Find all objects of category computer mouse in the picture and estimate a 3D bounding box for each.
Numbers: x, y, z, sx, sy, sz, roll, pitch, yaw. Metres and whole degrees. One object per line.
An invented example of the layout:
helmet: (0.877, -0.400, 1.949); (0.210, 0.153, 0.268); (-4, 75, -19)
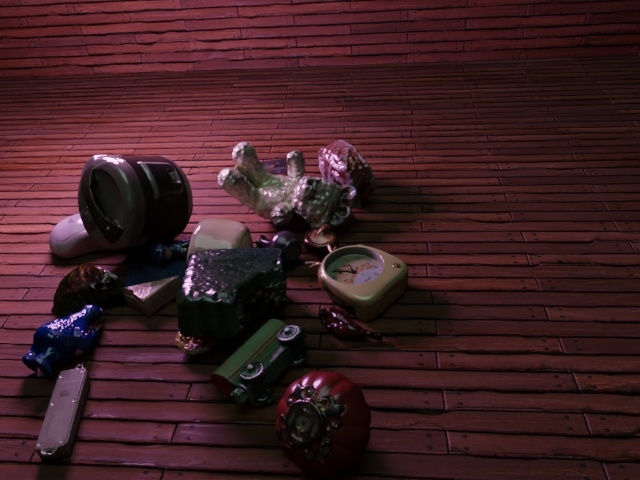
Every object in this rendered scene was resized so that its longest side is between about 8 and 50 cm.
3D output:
computer mouse: (-0.844, -0.043, 2.025); (0.296, 0.121, 0.184); (-19, 37, -16)

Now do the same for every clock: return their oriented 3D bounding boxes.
clock: (0.103, 0.108, 1.735); (0.308, 0.096, 0.235); (26, 48, 35)

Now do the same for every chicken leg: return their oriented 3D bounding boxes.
chicken leg: (0.080, 0.245, 1.596); (0.093, 0.053, 0.205); (-17, 40, -40)

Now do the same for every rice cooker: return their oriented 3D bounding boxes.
rice cooker: (-0.645, -0.140, 1.900); (0.335, 0.335, 0.325); (22, 20, 31)

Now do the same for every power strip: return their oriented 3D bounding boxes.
power strip: (-0.652, 0.438, 1.410); (0.078, 0.052, 0.272); (-7, 37, -4)

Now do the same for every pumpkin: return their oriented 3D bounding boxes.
pumpkin: (-0.745, 0.166, 1.743); (0.278, 0.111, 0.163); (15, 46, 23)

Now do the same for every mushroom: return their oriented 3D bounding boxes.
mushroom: (0.000, 0.000, 1.898); (0.127, 0.087, 0.127); (-3, 32, 2)

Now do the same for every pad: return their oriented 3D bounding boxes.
pad: (-0.211, -0.295, 2.390); (0.142, 0.003, 0.211); (-8, 37, -4)
pad: (-0.533, 0.080, 1.912); (0.268, 0.012, 0.270); (-9, 37, -6)

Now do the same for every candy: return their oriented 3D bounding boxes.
candy: (0.091, -0.266, 2.141); (0.157, 0.214, 0.289); (-25, 39, -19)

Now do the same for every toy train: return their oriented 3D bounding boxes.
toy train: (-0.161, 0.317, 1.480); (0.177, 0.116, 0.285); (9, 38, 38)

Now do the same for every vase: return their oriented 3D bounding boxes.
vase: (-0.150, 0.020, 1.877); (0.182, 0.120, 0.120); (13, 38, 43)

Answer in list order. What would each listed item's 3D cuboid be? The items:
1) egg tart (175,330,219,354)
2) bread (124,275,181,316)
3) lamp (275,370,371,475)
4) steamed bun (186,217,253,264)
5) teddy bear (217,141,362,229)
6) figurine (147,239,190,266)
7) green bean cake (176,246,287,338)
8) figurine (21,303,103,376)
egg tart: (-0.350, 0.286, 1.585); (0.128, 0.049, 0.129); (0, 38, 0)
bread: (-0.526, 0.159, 1.750); (0.105, 0.077, 0.152); (24, 44, 32)
lamp: (0.009, 0.411, 1.254); (0.226, 0.227, 0.227); (-3, 36, 2)
steamed bun: (-0.331, 0.017, 1.850); (0.199, 0.155, 0.250); (6, 38, 5)
teddy bear: (-0.097, -0.195, 1.964); (0.362, 0.375, 0.327); (-5, 50, 39)
figurine: (-0.515, 0.035, 1.902); (0.149, 0.087, 0.086); (-19, 1, -21)
green bean cake: (-0.247, 0.155, 1.605); (0.300, 0.169, 0.308); (0, 25, -3)
figurine: (-0.733, 0.267, 1.590); (0.164, 0.121, 0.262); (2, 35, 15)
